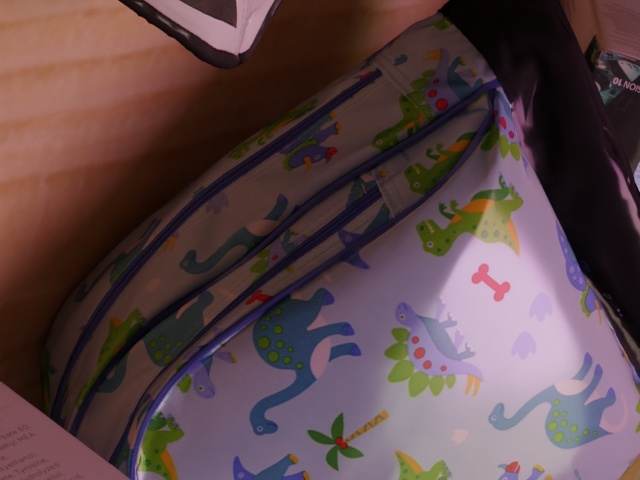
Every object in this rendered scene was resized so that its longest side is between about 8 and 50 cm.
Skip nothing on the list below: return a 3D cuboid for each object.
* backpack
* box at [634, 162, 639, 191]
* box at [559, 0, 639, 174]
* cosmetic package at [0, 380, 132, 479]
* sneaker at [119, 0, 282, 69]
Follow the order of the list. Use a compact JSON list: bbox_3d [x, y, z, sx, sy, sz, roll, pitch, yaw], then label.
[{"bbox_3d":[0.018,0.065,1.039,0.355,0.273,0.290,-23,121,7],"label":"backpack"},{"bbox_3d":[0.185,0.009,1.419,0.100,0.060,0.244,-131,-123,-73],"label":"box"},{"bbox_3d":[0.142,-0.020,1.291,0.232,0.058,0.322,-82,-170,-64],"label":"box"},{"bbox_3d":[-0.190,0.165,0.899,0.151,0.184,0.151,-22,138,-49],"label":"cosmetic package"},{"bbox_3d":[0.014,-0.230,0.875,0.447,0.169,0.257,-19,145,-41],"label":"sneaker"}]
